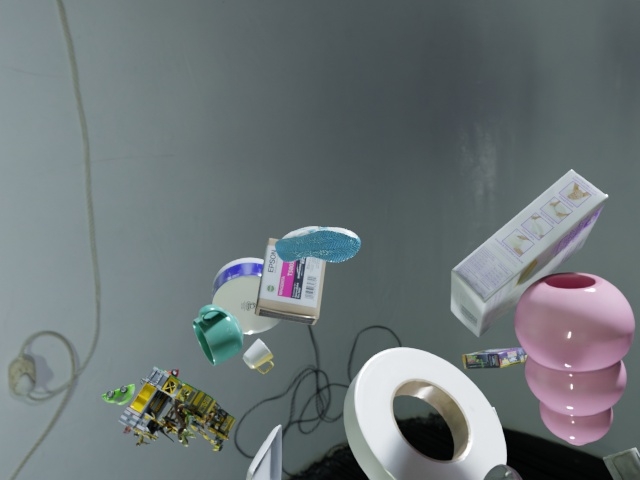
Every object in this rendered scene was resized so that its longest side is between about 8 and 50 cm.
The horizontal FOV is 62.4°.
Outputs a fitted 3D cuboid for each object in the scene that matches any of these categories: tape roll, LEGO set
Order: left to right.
[{"bbox_3d":[-0.394,0.509,1.458,0.192,0.254,0.331,-59,167,-24],"label":"LEGO set"},{"bbox_3d":[0.243,0.427,1.223,0.391,0.392,0.072,-12,142,-40],"label":"tape roll"}]

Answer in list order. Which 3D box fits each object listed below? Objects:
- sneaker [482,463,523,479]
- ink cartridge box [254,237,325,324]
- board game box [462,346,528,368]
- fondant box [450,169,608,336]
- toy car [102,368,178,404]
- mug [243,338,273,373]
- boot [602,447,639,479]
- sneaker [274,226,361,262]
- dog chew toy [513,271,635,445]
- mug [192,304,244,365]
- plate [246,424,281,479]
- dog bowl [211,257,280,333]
[{"bbox_3d":[0.384,0.551,0.956,0.115,0.105,0.281,12,49,-41],"label":"sneaker"},{"bbox_3d":[-0.089,0.127,1.641,0.193,0.088,0.235,10,65,-8],"label":"ink cartridge box"},{"bbox_3d":[0.566,0.376,1.698,0.170,0.141,0.048,0,76,-37],"label":"board game box"},{"bbox_3d":[0.427,0.037,1.117,0.330,0.096,0.238,-40,152,-7],"label":"fondant box"},{"bbox_3d":[-0.568,0.468,1.662,0.224,0.239,0.053,-19,79,-8],"label":"toy car"},{"bbox_3d":[-0.163,0.307,1.385,0.064,0.078,0.062,-38,160,-17],"label":"mug"},{"bbox_3d":[0.814,0.679,1.400,0.076,0.209,0.190,0,143,-43],"label":"boot"},{"bbox_3d":[0.000,0.000,1.299,0.092,0.228,0.088,-39,121,-51],"label":"sneaker"},{"bbox_3d":[0.485,0.235,1.012,0.206,0.206,0.332,-18,105,-38],"label":"dog chew toy"},{"bbox_3d":[-0.254,0.236,1.347,0.097,0.158,0.130,-24,74,-25],"label":"mug"},{"bbox_3d":[-0.198,0.823,1.815,0.277,0.045,0.278,-42,136,-69],"label":"plate"},{"bbox_3d":[-0.248,0.198,1.858,0.264,0.104,0.265,-3,123,-5],"label":"dog bowl"}]
